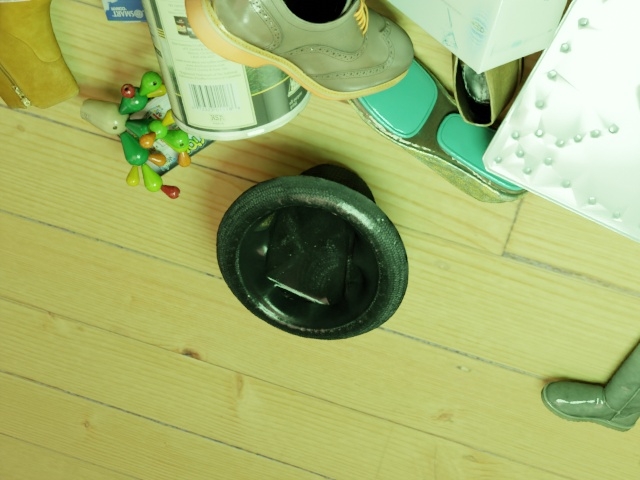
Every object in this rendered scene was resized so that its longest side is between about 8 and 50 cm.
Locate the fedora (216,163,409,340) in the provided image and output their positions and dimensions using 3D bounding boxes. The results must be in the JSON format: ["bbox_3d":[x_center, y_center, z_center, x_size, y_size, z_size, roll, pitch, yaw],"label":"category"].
[{"bbox_3d":[0.000,0.000,1.633,0.334,0.152,0.334,11,134,12],"label":"fedora"}]

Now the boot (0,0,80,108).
[{"bbox_3d":[-0.418,-0.303,1.564,0.295,0.104,0.211,-9,133,34],"label":"boot"}]

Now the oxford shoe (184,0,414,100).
[{"bbox_3d":[0.015,-0.255,1.254,0.133,0.129,0.364,-20,166,39],"label":"oxford shoe"}]

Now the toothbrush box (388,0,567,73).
[{"bbox_3d":[0.146,-0.362,1.161,0.295,0.126,0.216,46,143,28],"label":"toothbrush box"}]

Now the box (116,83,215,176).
[{"bbox_3d":[-0.222,-0.186,1.629,0.207,0.036,0.114,-27,118,37],"label":"box"}]

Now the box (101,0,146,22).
[{"bbox_3d":[-0.264,-0.376,1.466,0.109,0.042,0.178,3,131,19],"label":"box"}]

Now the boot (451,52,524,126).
[{"bbox_3d":[0.205,-0.284,1.321,0.112,0.115,0.305,4,130,22],"label":"boot"}]

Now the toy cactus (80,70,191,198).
[{"bbox_3d":[-0.285,-0.164,1.588,0.181,0.112,0.219,21,144,17],"label":"toy cactus"}]

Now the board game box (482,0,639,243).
[{"bbox_3d":[0.462,-0.174,1.313,0.390,0.050,0.390,25,123,-2],"label":"board game box"}]

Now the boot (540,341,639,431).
[{"bbox_3d":[0.486,0.226,1.711,0.190,0.076,0.208,12,143,-9],"label":"boot"}]

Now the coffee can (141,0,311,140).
[{"bbox_3d":[-0.130,-0.299,1.372,0.202,0.201,0.275,5,133,17],"label":"coffee can"}]

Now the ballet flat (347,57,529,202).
[{"bbox_3d":[0.144,-0.163,1.467,0.349,0.123,0.123,33,134,-8],"label":"ballet flat"}]
